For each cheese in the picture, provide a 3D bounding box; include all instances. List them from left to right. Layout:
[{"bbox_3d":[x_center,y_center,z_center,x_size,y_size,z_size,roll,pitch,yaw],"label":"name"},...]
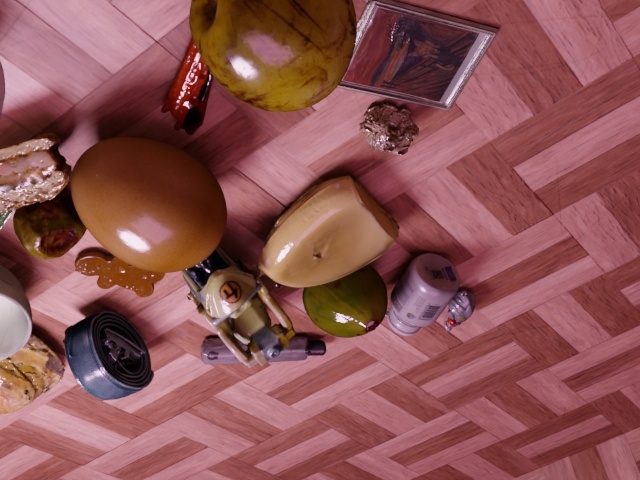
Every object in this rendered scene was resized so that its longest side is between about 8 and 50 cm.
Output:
[{"bbox_3d":[0.000,0.000,1.930,0.316,0.128,0.259,-29,131,15],"label":"cheese"}]

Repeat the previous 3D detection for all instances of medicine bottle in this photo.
[{"bbox_3d":[0.248,0.144,2.158,0.135,0.135,0.215,7,137,-20],"label":"medicine bottle"}]

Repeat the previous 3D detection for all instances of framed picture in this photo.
[{"bbox_3d":[0.178,-0.349,1.650,0.274,0.016,0.216,8,137,-20],"label":"framed picture"}]

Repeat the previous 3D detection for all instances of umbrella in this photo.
[{"bbox_3d":[-0.151,0.293,2.305,0.338,0.067,0.073,-1,153,-11],"label":"umbrella"}]

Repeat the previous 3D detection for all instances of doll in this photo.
[{"bbox_3d":[0.369,0.185,2.288,0.094,0.079,0.180,-28,153,-23],"label":"doll"}]

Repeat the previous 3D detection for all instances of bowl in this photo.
[{"bbox_3d":[-0.798,0.140,1.913,0.308,0.163,0.307,-6,139,-5],"label":"bowl"}]

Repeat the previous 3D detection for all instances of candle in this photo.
[{"bbox_3d":[-0.224,-0.310,1.581,0.084,0.059,0.301,-2,143,-29],"label":"candle"}]

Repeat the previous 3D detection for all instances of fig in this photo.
[{"bbox_3d":[-0.568,-0.035,1.792,0.144,0.154,0.166,1,173,-35],"label":"fig"},{"bbox_3d":[0.068,0.157,2.071,0.203,0.225,0.202,-12,125,-18],"label":"fig"}]

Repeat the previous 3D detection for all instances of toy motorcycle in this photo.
[{"bbox_3d":[-0.201,0.137,1.995,0.169,0.237,0.410,-39,140,-7],"label":"toy motorcycle"}]

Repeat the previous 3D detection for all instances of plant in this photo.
[{"bbox_3d":[0.138,-0.224,1.764,0.117,0.104,0.122,35,169,2],"label":"plant"}]

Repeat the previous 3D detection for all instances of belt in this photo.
[{"bbox_3d":[-0.509,0.286,2.115,0.116,0.206,0.267,-25,150,16],"label":"belt"}]

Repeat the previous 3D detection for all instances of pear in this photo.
[{"bbox_3d":[-0.079,-0.348,1.403,0.284,0.283,0.283,-6,140,-5],"label":"pear"}]

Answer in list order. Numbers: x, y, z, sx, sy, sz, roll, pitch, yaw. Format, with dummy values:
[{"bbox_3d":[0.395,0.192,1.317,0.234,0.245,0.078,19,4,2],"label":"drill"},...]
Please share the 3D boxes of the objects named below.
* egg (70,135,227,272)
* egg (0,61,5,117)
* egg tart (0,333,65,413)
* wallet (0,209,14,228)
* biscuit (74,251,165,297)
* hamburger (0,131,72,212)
[{"bbox_3d":[-0.336,-0.073,1.688,0.323,0.250,0.250,31,126,-33],"label":"egg"},{"bbox_3d":[-0.698,-0.254,1.402,0.201,0.336,0.337,-2,153,43],"label":"egg"},{"bbox_3d":[-0.825,0.344,2.169,0.352,0.149,0.351,-3,142,-3],"label":"egg tart"},{"bbox_3d":[-0.765,-0.069,1.758,0.236,0.055,0.160,21,129,-40],"label":"wallet"},{"bbox_3d":[-0.469,0.068,1.998,0.205,0.031,0.138,16,133,-28],"label":"biscuit"},{"bbox_3d":[-0.598,-0.125,1.667,0.262,0.131,0.124,-13,106,12],"label":"hamburger"}]
